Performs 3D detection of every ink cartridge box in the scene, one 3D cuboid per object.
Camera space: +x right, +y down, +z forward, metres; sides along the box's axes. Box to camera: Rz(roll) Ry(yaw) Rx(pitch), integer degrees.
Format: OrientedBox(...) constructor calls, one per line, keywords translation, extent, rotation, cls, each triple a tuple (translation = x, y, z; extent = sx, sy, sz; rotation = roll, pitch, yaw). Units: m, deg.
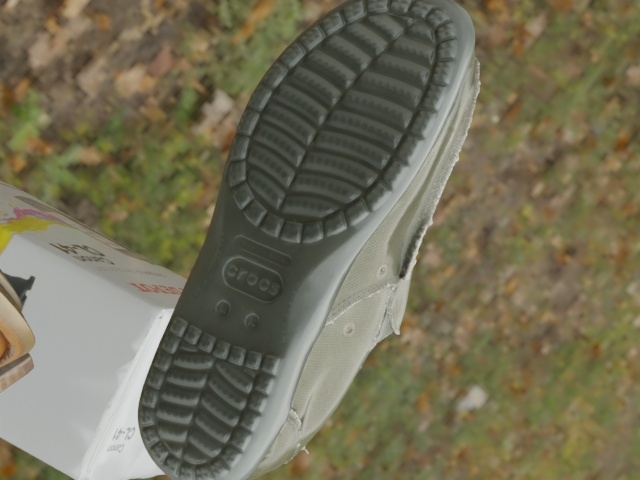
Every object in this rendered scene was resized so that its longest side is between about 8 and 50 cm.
OrientedBox(translation=(-0.221, 0.040, 1.161), extent=(0.131, 0.306, 0.226), rotation=(-66, 164, 3), cls="ink cartridge box")

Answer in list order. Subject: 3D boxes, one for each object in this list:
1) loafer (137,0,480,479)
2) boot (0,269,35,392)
OrientedBox(translation=(0.000, 0.000, 0.776), extent=(0.251, 0.094, 0.087), rotation=(-61, 152, 4), cls="loafer")
OrientedBox(translation=(-0.162, 0.047, 0.478), extent=(0.152, 0.073, 0.197), rotation=(-33, 163, -14), cls="boot")
